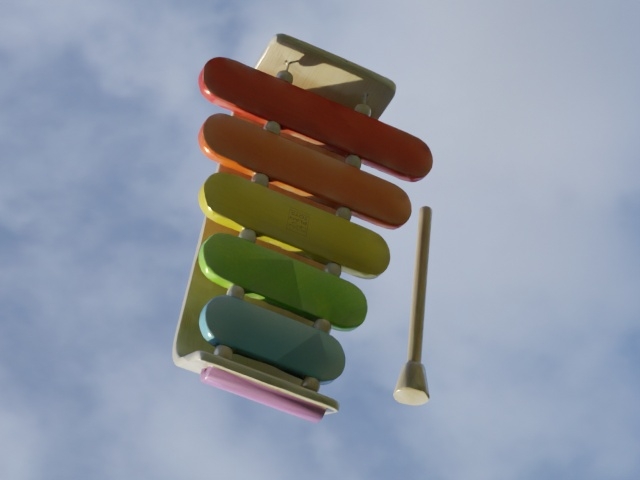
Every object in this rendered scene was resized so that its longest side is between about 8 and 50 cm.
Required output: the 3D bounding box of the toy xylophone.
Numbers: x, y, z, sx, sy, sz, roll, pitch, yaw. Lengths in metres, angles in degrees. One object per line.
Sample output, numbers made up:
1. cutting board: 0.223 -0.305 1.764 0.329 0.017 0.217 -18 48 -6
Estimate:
1. toy xylophone: 0.000 0.000 1.150 0.236 0.081 0.322 14 -120 -21
